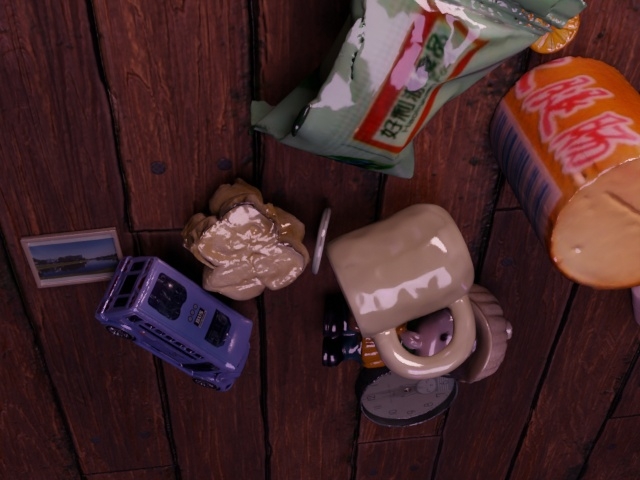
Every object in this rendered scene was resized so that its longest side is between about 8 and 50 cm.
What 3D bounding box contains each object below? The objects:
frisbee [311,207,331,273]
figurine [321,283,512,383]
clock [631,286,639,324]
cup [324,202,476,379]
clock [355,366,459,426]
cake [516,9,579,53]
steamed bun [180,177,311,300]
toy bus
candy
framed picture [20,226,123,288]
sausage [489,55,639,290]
[{"bbox_3d":[0.000,0.000,1.230,0.014,0.110,0.110,12,130,0],"label":"frisbee"},{"bbox_3d":[0.173,0.157,1.387,0.333,0.204,0.185,8,118,17],"label":"figurine"},{"bbox_3d":[0.766,0.177,1.387,0.342,0.325,0.184,-26,132,12],"label":"clock"},{"bbox_3d":[0.143,0.076,1.215,0.202,0.255,0.173,-23,147,-1],"label":"cup"},{"bbox_3d":[0.179,0.308,1.581,0.215,0.042,0.214,-5,132,-6],"label":"clock"},{"bbox_3d":[0.315,-0.302,1.062,0.084,0.044,0.084,-6,131,-7],"label":"cake"},{"bbox_3d":[-0.124,0.001,1.212,0.192,0.106,0.177,-37,122,21],"label":"steamed bun"},{"bbox_3d":[-0.216,0.143,1.274,0.133,0.125,0.292,-8,142,43],"label":"toy bus"},{"bbox_3d":[0.098,-0.220,0.965,0.263,0.171,0.398,12,144,-24],"label":"candy"},{"bbox_3d":[-0.396,0.029,1.243,0.149,0.011,0.109,-6,132,-5],"label":"framed picture"},{"bbox_3d":[0.387,-0.102,1.093,0.233,0.287,0.233,-3,128,-4],"label":"sausage"}]
